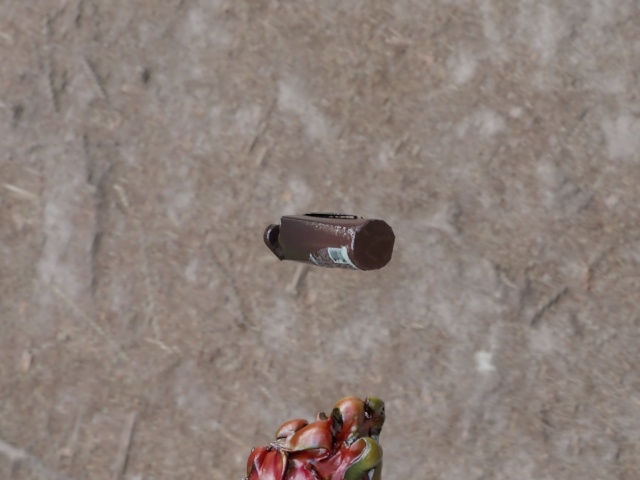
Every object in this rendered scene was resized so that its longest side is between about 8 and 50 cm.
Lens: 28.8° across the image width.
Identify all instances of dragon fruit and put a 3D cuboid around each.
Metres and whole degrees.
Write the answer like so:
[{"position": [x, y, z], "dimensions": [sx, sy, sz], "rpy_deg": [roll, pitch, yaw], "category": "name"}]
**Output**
[{"position": [-0.014, 0.398, 2.029], "dimensions": [0.227, 0.243, 0.307], "rpy_deg": [-100, 9, -67], "category": "dragon fruit"}]

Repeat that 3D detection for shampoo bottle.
[{"position": [0.002, 0.001, 1.500], "dimensions": [0.236, 0.067, 0.068], "rpy_deg": [7, 108, 59], "category": "shampoo bottle"}]
